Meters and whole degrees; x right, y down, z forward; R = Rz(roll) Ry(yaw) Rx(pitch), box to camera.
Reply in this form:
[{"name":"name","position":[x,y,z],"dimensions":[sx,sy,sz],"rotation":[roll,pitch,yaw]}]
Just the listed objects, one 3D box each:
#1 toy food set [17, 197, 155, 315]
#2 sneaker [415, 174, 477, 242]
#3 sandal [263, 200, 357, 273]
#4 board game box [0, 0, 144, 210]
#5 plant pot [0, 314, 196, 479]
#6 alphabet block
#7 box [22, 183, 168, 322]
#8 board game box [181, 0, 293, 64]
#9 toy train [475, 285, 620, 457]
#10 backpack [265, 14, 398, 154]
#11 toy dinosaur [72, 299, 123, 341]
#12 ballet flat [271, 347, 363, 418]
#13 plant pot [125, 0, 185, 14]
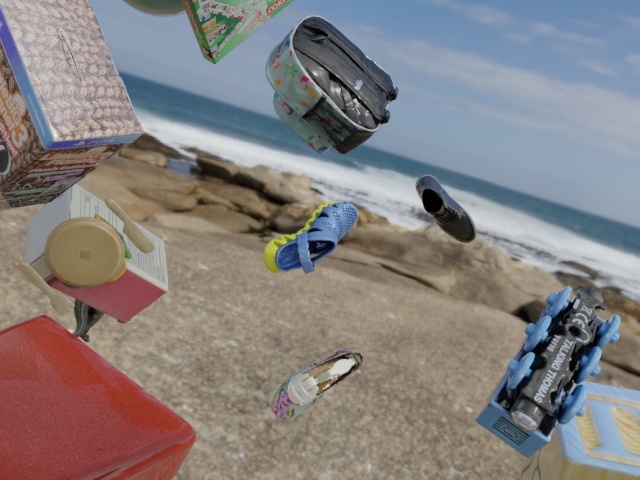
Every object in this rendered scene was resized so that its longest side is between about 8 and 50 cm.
[{"name":"toy food set","position":[-0.388,0.022,0.979],"dimensions":[0.132,0.192,0.038],"rotation":[56,-5,-25]},{"name":"sneaker","position":[0.321,-0.062,1.508],"dimensions":[0.222,0.083,0.118],"rotation":[46,21,-11]},{"name":"sandal","position":[0.000,0.000,1.629],"dimensions":[0.317,0.126,0.138],"rotation":[-40,35,-28]},{"name":"board game box","position":[-0.435,-0.199,0.863],"dimensions":[0.291,0.232,0.141],"rotation":[-23,-1,37]},{"name":"plant pot","position":[-0.347,0.268,0.631],"dimensions":[0.267,0.267,0.236],"rotation":[32,5,13]},{"name":"alphabet block","position":[0.401,0.335,0.822],"dimensions":[0.194,0.197,0.192],"rotation":[10,24,11]},{"name":"box","position":[-0.419,0.028,1.114],"dimensions":[0.232,0.127,0.148],"rotation":[40,21,-42]},{"name":"board game box","position":[-0.169,-0.579,1.334],"dimensions":[0.046,0.317,0.213],"rotation":[35,-21,25]},{"name":"toy train","position":[0.233,0.126,0.600],"dimensions":[0.080,0.105,0.184],"rotation":[34,55,16]},{"name":"backpack","position":[0.008,-0.326,1.225],"dimensions":[0.253,0.225,0.191],"rotation":[43,-44,-22]},{"name":"toy dinosaur","position":[-0.498,0.124,1.320],"dimensions":[0.121,0.160,0.313],"rotation":[15,19,20]},{"name":"ballet flat","position":[-0.002,0.283,1.203],"dimensions":[0.222,0.079,0.076],"rotation":[-27,78,-26]},{"name":"plant pot","position":[-0.369,-0.654,1.340],"dimensions":[0.293,0.292,0.235],"rotation":[13,21,-19]}]
